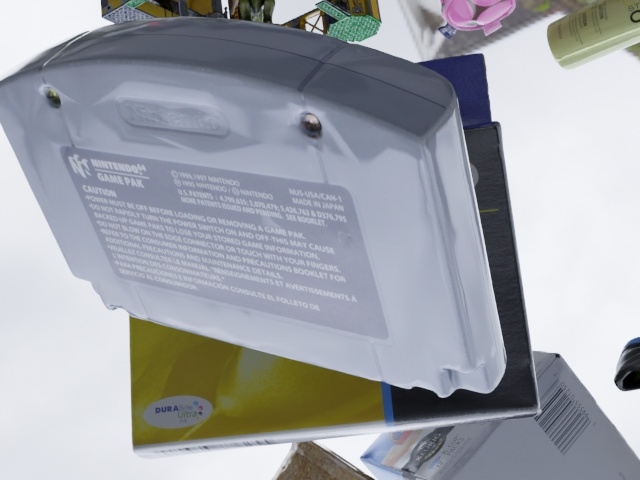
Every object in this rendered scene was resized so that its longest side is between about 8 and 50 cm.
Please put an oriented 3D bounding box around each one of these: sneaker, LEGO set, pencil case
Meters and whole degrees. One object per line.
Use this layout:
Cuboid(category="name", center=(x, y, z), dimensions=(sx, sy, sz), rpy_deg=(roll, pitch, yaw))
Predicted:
Cuboid(category="sneaker", center=(0.401, 0.154, 1.105), dimensions=(0.188, 0.067, 0.078), rpy_deg=(4, -130, 51))
Cuboid(category="LEGO set", center=(-0.096, -0.321, 1.111), dimensions=(0.255, 0.192, 0.331), rpy_deg=(-22, 159, 40))
Cuboid(category="pencil case", center=(0.155, -0.335, 1.148), dimensions=(0.095, 0.098, 0.209), rpy_deg=(-23, -117, 28))

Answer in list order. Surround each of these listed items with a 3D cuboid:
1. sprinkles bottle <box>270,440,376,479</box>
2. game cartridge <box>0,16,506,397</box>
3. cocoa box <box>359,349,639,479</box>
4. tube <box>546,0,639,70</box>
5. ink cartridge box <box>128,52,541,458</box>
Cuboid(category="sprinkles bottle", center=(-0.070, 0.392, 1.124), dimensions=(0.121, 0.121, 0.355), rpy_deg=(27, -100, 34))
Cuboid(category="game cartridge", center=(-0.048, -0.024, 0.560), dimensions=(0.294, 0.196, 0.060), rpy_deg=(11, -133, 33))
Cuboid(category="cocoa box", center=(0.269, 0.337, 1.328), dimensions=(0.231, 0.347, 0.228), rpy_deg=(-44, -166, -18))
Cuboid(category="tube", center=(0.365, -0.260, 1.123), dimensions=(0.240, 0.070, 0.062), rpy_deg=(-20, -170, 39))
Cuboid(category="ink cartridge box", center=(0.000, 0.000, 0.803), dimensions=(0.303, 0.072, 0.307), rpy_deg=(-8, -105, 6))
